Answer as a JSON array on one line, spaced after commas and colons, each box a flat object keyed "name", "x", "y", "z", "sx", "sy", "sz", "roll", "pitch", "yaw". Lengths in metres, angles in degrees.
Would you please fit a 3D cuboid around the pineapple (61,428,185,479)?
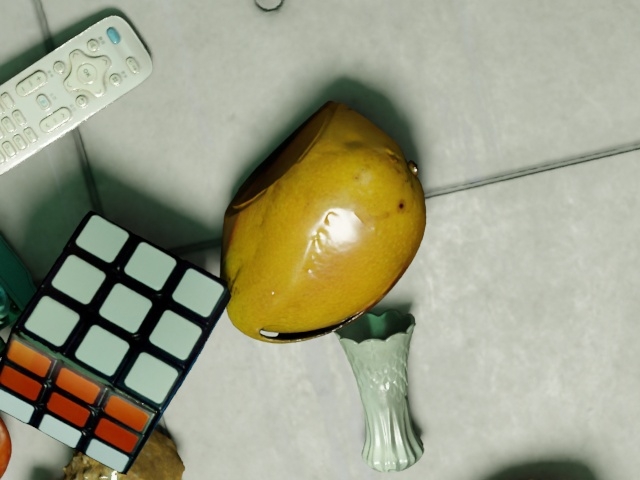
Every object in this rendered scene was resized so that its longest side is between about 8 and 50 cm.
[{"name": "pineapple", "x": -0.241, "y": 0.285, "z": 2.004, "sx": 0.237, "sy": 0.111, "sz": 0.119, "roll": -46, "pitch": 65, "yaw": 23}]

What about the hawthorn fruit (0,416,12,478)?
[{"name": "hawthorn fruit", "x": -0.372, "y": 0.207, "z": 1.989, "sx": 0.128, "sy": 0.128, "sz": 0.128, "roll": 1, "pitch": 105, "yaw": 5}]

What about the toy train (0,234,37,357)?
[{"name": "toy train", "x": -0.360, "y": 0.029, "z": 1.917, "sx": 0.107, "sy": 0.154, "sz": 0.198, "roll": -35, "pitch": 98, "yaw": 17}]

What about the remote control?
[{"name": "remote control", "x": -0.268, "y": -0.130, "z": 1.924, "sx": 0.229, "sy": 0.044, "sz": 0.073, "roll": -33, "pitch": 94, "yaw": 4}]

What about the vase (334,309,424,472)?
[{"name": "vase", "x": 0.063, "y": 0.151, "z": 1.951, "sx": 0.081, "sy": 0.081, "sz": 0.148, "roll": -6, "pitch": 107, "yaw": 7}]

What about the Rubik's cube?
[{"name": "Rubik's cube", "x": -0.200, "y": 0.099, "z": 1.886, "sx": 0.163, "sy": 0.162, "sz": 0.160, "roll": 28, "pitch": 146, "yaw": -2}]

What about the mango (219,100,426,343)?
[{"name": "mango", "x": 0.000, "y": 0.000, "z": 1.886, "sx": 0.166, "sy": 0.136, "sz": 0.236, "roll": 43, "pitch": 111, "yaw": -12}]
